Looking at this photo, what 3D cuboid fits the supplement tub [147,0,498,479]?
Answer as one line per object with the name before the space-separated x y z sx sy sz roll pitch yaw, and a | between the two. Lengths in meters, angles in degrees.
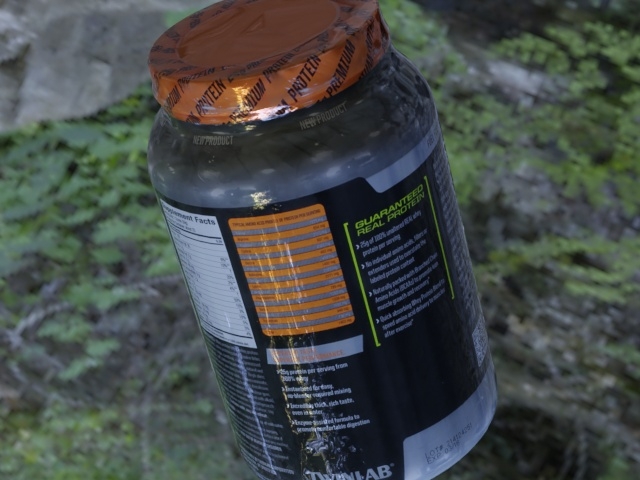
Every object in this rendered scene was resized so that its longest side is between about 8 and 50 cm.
supplement tub | 0.000 0.000 1.086 0.193 0.193 0.316 -36 125 -35
